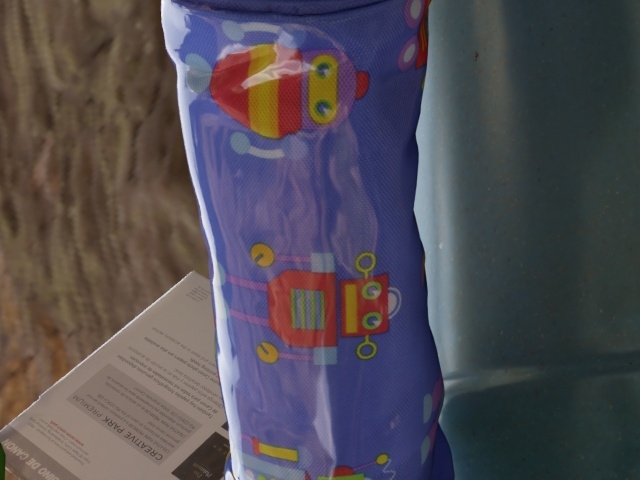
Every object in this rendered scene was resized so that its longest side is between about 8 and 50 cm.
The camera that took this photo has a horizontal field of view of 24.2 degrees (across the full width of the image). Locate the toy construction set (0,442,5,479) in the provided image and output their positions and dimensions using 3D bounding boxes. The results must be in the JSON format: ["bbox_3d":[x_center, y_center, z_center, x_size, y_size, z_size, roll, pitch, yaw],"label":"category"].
[{"bbox_3d":[-0.204,0.056,0.406,0.257,0.309,0.237,27,-145,-30],"label":"toy construction set"}]

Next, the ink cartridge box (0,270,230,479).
[{"bbox_3d":[-0.097,0.203,1.336,0.272,0.130,0.309,-39,-135,-26],"label":"ink cartridge box"}]

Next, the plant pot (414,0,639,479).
[{"bbox_3d":[0.179,0.003,0.895,0.341,0.341,0.334,4,-103,-45],"label":"plant pot"}]

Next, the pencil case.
[{"bbox_3d":[0.000,0.000,0.695,0.119,0.306,0.133,-4,-151,1],"label":"pencil case"}]
